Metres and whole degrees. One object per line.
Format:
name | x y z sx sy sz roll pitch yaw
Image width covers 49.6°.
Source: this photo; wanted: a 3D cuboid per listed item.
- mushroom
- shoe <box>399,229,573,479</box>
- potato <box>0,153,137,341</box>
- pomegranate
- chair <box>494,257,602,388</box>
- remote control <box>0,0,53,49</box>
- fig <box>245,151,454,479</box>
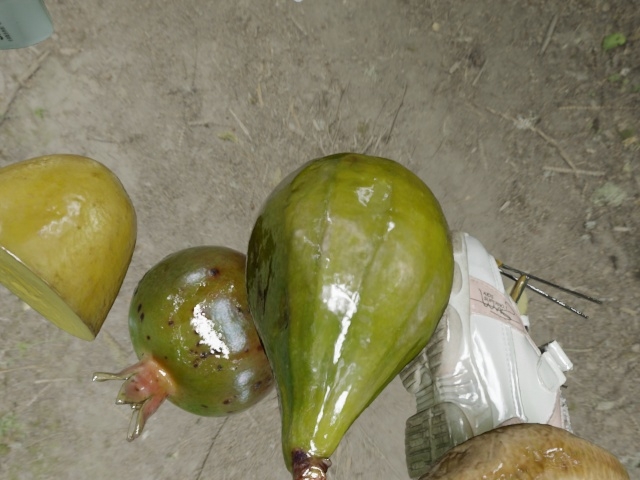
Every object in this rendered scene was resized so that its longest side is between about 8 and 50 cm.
mushroom | 0.174 0.282 0.643 0.278 0.146 0.278 -7 120 -12
shoe | 0.209 0.164 0.873 0.198 0.172 0.351 5 75 -16
potato | -0.271 -0.011 0.731 0.203 0.178 0.158 44 63 -9
pomegranate | -0.208 0.171 1.129 0.323 0.291 0.291 -39 83 -14
chair | 0.304 0.125 1.129 0.246 0.172 0.159 25 77 19
remote control | -0.249 -0.135 0.413 0.162 0.061 0.029 -5 78 -8
fig | 0.021 0.045 0.399 0.126 0.133 0.185 9 64 -39
